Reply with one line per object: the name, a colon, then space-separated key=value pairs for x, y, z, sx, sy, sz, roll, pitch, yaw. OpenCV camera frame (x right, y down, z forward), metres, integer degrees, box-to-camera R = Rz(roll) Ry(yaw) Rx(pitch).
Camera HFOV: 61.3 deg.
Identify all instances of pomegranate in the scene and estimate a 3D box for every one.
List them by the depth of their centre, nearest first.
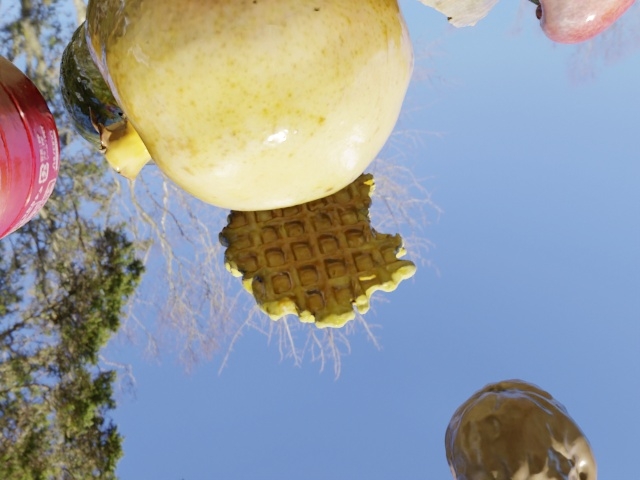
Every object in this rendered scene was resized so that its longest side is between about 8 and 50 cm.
pomegranate: x=-0.077 y=-0.168 z=0.527 sx=0.319 sy=0.319 sz=0.319 roll=0 pitch=-137 yaw=0

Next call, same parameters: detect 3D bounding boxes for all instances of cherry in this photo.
cherry: x=0.273 y=-0.268 z=0.559 sx=0.106 sy=0.126 sz=0.087 roll=41 pitch=-139 yaw=-12

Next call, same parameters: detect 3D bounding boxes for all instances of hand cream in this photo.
hand cream: x=-0.384 y=-0.088 z=0.519 sx=0.230 sy=0.230 sz=0.149 roll=0 pitch=-165 yaw=0

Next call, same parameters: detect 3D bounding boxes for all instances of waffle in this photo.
waffle: x=-0.006 y=-0.006 z=0.845 sx=0.281 sy=0.058 sz=0.301 roll=-36 pitch=-119 yaw=-16

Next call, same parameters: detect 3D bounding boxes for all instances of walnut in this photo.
walnut: x=0.337 y=0.381 z=0.925 sx=0.227 sy=0.273 sz=0.273 roll=-15 pitch=-136 yaw=2

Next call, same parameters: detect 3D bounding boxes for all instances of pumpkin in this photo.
pumpkin: x=-0.261 y=-0.262 z=0.890 sx=0.320 sy=0.320 sz=0.192 roll=-27 pitch=-110 yaw=-26

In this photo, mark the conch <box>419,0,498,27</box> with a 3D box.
conch: x=0.127 y=-0.304 z=0.418 sx=0.186 sy=0.324 sz=0.263 roll=12 pitch=-97 yaw=46
